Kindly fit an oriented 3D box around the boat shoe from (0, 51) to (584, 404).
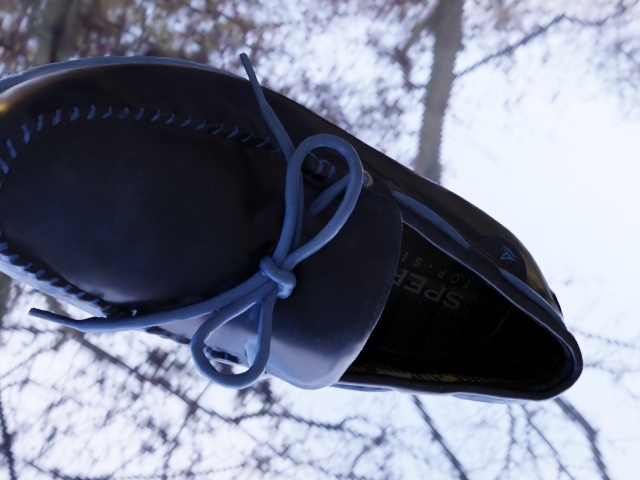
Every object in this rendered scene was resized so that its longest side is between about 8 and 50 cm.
[{"bbox_3d":[0.000,0.000,0.518,0.258,0.109,0.089,9,-159,-38],"label":"boat shoe"}]
